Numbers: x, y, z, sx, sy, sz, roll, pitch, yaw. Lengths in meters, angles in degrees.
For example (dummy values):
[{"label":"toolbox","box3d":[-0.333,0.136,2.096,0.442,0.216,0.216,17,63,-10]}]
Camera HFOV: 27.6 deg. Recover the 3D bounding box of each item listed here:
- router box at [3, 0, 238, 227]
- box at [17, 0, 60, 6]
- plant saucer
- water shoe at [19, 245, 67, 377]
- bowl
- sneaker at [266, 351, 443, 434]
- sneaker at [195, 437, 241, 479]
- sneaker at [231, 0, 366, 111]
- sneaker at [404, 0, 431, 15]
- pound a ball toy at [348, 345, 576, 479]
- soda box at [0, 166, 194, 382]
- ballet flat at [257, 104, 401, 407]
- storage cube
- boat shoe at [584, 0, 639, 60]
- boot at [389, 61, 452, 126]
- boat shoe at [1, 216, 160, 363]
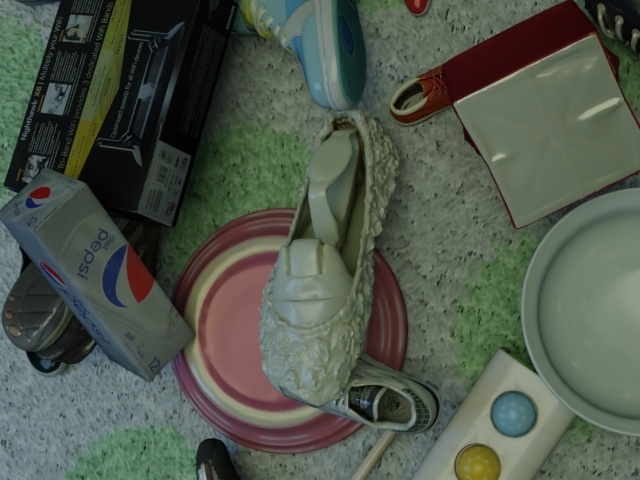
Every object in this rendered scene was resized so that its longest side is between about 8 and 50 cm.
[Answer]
[{"label":"router box","box3d":[-0.260,-0.186,1.690,0.243,0.081,0.309,11,82,34]},{"label":"box","box3d":[-0.305,-0.405,1.807,0.275,0.094,0.113,-6,85,13]},{"label":"plant saucer","box3d":[-0.053,0.120,1.733,0.332,0.084,0.332,-1,87,12]},{"label":"water shoe","box3d":[-0.394,0.090,1.813,0.073,0.080,0.203,-5,86,14]},{"label":"bowl","box3d":[0.393,0.092,1.597,0.298,0.134,0.298,-1,80,8]},{"label":"sneaker","box3d":[0.032,0.181,1.617,0.235,0.095,0.090,12,96,21]},{"label":"sneaker","box3d":[-0.054,0.378,1.723,0.162,0.106,0.281,-18,94,7]},{"label":"sneaker","box3d":[-0.059,-0.283,1.711,0.208,0.127,0.319,-17,59,15]},{"label":"sneaker","box3d":[0.122,-0.359,1.721,0.042,0.067,0.118,-4,87,13]},{"label":"pound a ball toy","box3d":[0.158,0.278,1.652,0.208,0.136,0.319,35,95,12]},{"label":"soda box","box3d":[-0.277,0.046,1.634,0.098,0.286,0.091,20,59,46]},{"label":"ballet flat","box3d":[0.000,0.000,1.613,0.147,0.147,0.409,5,57,13]},{"label":"storage cube","box3d":[0.274,-0.158,1.584,0.215,0.193,0.183,-25,108,11]},{"label":"boat shoe","box3d":[0.415,-0.259,1.631,0.158,0.127,0.340,-6,78,18]},{"label":"boot","box3d":[0.159,-0.202,1.698,0.158,0.084,0.059,-31,80,8]},{"label":"boat shoe","box3d":[-0.290,0.008,1.773,0.132,0.130,0.355,24,75,41]}]
